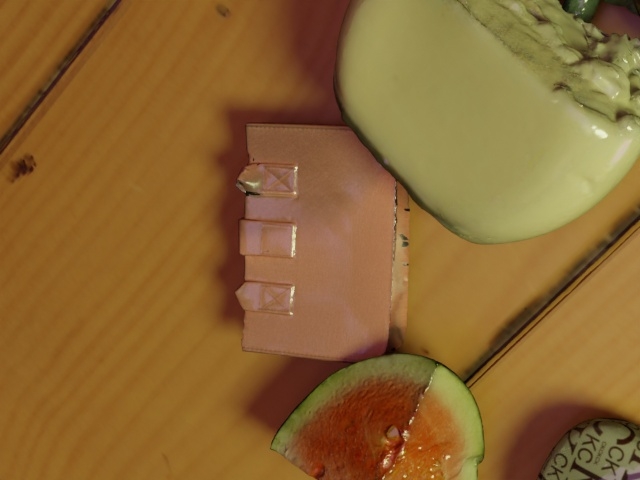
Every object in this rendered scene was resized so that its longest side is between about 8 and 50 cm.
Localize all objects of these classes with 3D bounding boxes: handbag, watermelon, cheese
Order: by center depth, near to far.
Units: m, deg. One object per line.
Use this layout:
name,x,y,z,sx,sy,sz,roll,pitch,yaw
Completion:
cheese,0.136,-0.131,0.960,0.266,0.127,0.233,48,129,12
watermelon,0.068,0.167,1.056,0.193,0.137,0.145,23,89,0
handbag,0.000,0.000,1.092,0.157,0.059,0.212,3,96,20

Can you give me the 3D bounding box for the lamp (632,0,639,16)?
lamp,0.303,-0.205,0.863,0.180,0.180,0.258,-24,115,22

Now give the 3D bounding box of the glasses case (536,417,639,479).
glasses case,0.341,0.271,0.977,0.355,0.085,0.137,28,106,16

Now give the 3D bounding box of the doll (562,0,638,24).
doll,0.208,-0.228,0.983,0.150,0.077,0.115,1,86,32
